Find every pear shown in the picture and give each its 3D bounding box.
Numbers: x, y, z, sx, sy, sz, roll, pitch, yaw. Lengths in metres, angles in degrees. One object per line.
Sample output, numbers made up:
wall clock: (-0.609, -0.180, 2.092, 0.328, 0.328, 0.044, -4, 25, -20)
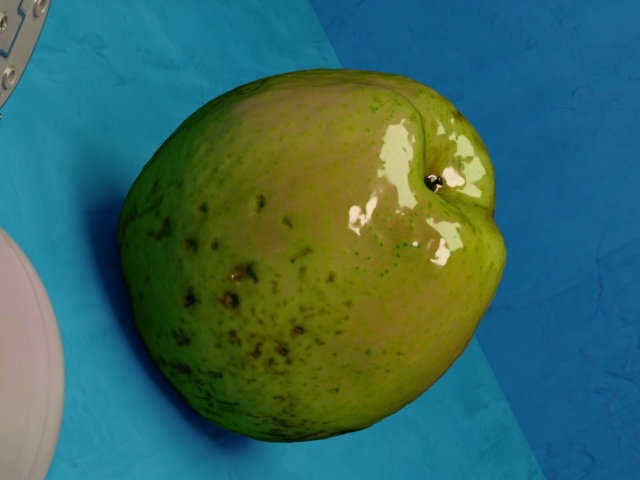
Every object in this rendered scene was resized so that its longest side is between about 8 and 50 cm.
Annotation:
pear: (0.000, 0.000, 1.642, 0.391, 0.391, 0.391, 54, 18, -26)

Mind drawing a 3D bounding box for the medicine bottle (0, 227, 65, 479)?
medicine bottle: (-0.296, 0.063, 0.828, 0.302, 0.241, 0.241, 27, 38, -64)

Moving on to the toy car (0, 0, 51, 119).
toy car: (-0.322, -0.205, 1.325, 0.166, 0.198, 0.314, 22, -4, 12)
